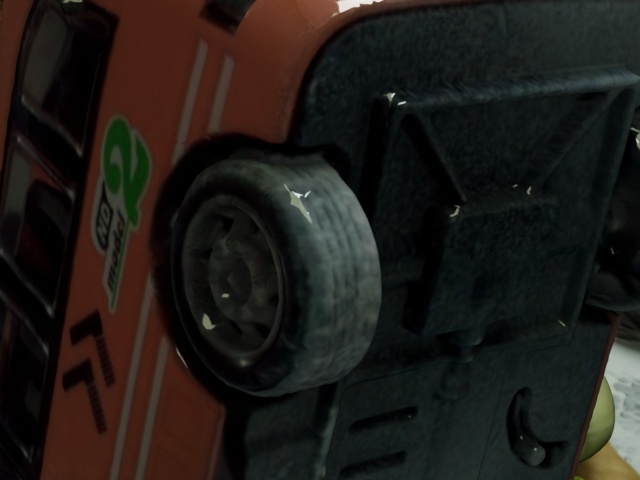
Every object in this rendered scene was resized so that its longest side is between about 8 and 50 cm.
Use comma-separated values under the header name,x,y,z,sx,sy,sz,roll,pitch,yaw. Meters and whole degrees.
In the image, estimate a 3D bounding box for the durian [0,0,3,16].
name,x,y,z,sx,sy,sz,roll,pitch,yaw
durian,-0.307,-0.306,1.617,0.154,0.186,0.260,-1,42,-16

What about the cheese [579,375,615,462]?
name,x,y,z,sx,sy,sz,roll,pitch,yaw
cheese,0.127,0.082,1.168,0.127,0.050,0.255,1,15,8

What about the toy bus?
name,x,y,z,sx,sy,sz,roll,pitch,yaw
toy bus,-0.025,0.076,0.686,0.203,0.427,0.233,-9,32,-40

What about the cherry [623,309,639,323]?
name,x,y,z,sx,sy,sz,roll,pitch,yaw
cherry,0.267,-0.021,1.306,0.195,0.195,0.195,11,26,-6

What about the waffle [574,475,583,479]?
name,x,y,z,sx,sy,sz,roll,pitch,yaw
waffle,0.165,0.187,0.894,0.297,0.073,0.317,20,21,34
